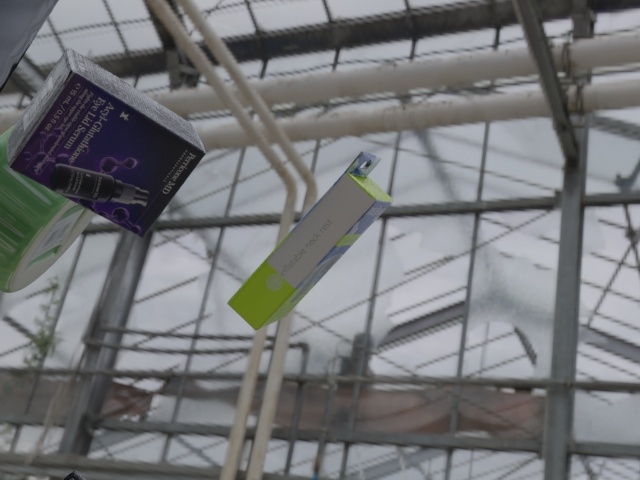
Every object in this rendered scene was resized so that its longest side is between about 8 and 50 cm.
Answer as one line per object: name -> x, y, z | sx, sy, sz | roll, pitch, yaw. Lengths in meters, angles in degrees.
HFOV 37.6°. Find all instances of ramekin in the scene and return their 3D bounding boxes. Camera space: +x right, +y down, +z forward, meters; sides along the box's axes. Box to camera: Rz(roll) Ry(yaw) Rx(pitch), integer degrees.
ramekin -> -0.495, -0.056, 1.593 | 0.148, 0.303, 0.303 | 39, -31, -1

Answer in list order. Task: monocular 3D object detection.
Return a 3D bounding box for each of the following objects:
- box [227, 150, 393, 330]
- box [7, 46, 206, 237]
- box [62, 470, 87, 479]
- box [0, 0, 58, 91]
box -> 0.000, 0.000, 0.853 | 0.042, 0.178, 0.109 | 44, 10, 7
box -> -0.280, -0.126, 1.233 | 0.207, 0.108, 0.153 | 30, -75, -30
box -> -0.280, 0.371, 1.032 | 0.093, 0.156, 0.158 | 20, -41, 48
box -> -0.432, -0.411, 0.813 | 0.472, 0.479, 0.297 | 17, -30, 6
